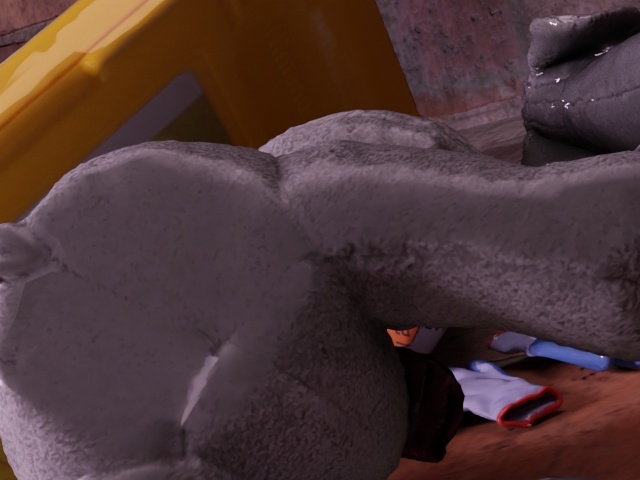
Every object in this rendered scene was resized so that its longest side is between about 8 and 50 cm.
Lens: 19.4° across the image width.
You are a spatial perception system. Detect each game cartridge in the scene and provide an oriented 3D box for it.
[{"bbox_3d":[-0.085,0.015,0.885,0.323,0.285,0.052,-41,53,-10],"label":"game cartridge"}]

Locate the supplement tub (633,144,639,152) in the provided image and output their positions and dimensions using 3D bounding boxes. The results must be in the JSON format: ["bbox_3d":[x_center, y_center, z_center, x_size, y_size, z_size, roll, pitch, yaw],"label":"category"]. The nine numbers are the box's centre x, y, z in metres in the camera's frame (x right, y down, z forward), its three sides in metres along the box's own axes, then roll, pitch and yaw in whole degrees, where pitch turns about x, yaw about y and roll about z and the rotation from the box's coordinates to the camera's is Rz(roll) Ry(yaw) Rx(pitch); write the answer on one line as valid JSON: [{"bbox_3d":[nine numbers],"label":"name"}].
[{"bbox_3d":[0.280,-0.023,1.255,0.117,0.117,0.190,-22,9,-39],"label":"supplement tub"}]

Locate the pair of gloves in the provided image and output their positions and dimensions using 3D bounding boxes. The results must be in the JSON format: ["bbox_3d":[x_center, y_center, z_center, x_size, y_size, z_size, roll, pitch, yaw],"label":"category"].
[{"bbox_3d":[0.132,0.081,1.170,0.198,0.023,0.159,-21,11,-29],"label":"pair of gloves"}]

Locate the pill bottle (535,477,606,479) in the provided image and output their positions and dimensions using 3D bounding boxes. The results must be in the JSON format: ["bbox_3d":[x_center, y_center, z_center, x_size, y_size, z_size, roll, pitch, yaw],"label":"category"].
[{"bbox_3d":[0.039,0.152,0.419,0.130,0.130,0.245,-13,8,21],"label":"pill bottle"}]

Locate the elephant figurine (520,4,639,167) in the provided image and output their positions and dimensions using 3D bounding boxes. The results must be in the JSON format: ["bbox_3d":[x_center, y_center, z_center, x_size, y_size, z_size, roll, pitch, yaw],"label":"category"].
[{"bbox_3d":[0.218,-0.102,1.440,0.239,0.186,0.169,-1,50,33],"label":"elephant figurine"}]

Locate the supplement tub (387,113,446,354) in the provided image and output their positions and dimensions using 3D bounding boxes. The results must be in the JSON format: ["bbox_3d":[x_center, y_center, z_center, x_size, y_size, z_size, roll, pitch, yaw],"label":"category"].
[{"bbox_3d":[0.000,0.000,1.334,0.207,0.207,0.338,-15,8,7],"label":"supplement tub"}]

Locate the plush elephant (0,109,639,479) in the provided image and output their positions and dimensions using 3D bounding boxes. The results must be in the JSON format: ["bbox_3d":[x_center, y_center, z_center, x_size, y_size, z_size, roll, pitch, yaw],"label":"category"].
[{"bbox_3d":[-0.032,0.088,0.734,0.330,0.272,0.255,19,-20,18],"label":"plush elephant"}]
